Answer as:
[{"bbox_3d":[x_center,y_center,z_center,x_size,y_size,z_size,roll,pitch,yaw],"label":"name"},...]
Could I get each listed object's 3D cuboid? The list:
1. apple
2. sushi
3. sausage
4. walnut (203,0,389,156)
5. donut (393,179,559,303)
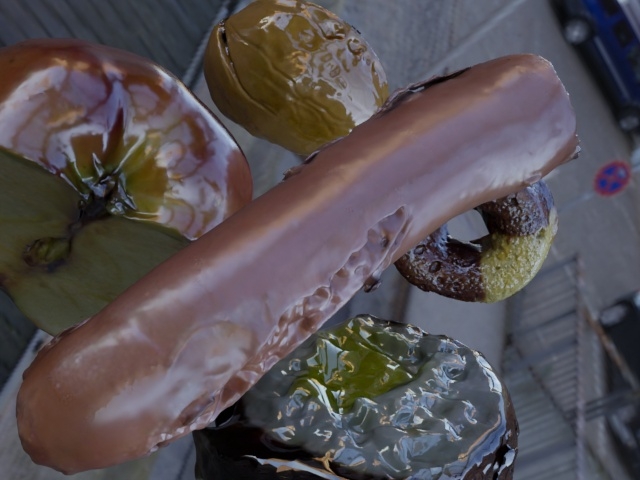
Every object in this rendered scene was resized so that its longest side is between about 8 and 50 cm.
[{"bbox_3d":[-0.231,-0.023,1.055,0.329,0.365,0.295,-21,84,-36],"label":"apple"},{"bbox_3d":[0.032,0.257,1.121,0.299,0.281,0.294,-17,121,-42],"label":"sushi"},{"bbox_3d":[0.000,0.001,0.526,0.304,0.078,0.078,-35,98,-25],"label":"sausage"},{"bbox_3d":[-0.024,-0.155,1.244,0.211,0.167,0.087,28,33,-15],"label":"walnut"},{"bbox_3d":[0.116,-0.008,0.936,0.140,0.140,0.059,58,16,-8],"label":"donut"}]
